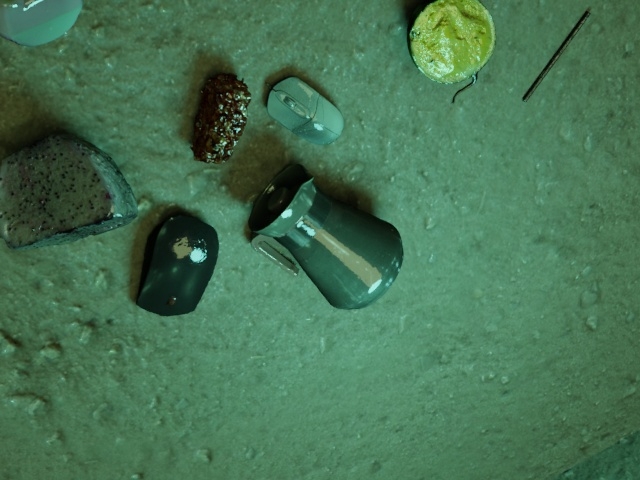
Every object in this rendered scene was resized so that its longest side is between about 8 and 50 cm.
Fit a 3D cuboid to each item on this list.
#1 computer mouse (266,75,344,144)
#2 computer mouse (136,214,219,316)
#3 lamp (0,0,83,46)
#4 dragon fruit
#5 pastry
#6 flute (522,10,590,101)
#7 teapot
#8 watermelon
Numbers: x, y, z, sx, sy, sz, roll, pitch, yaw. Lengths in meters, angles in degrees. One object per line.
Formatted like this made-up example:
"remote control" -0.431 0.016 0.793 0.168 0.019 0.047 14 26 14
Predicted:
"computer mouse" -0.032 -0.300 1.933 0.229 0.068 0.113 30 102 -30
"computer mouse" -0.345 0.075 2.010 0.168 0.087 0.295 7 116 -26
"lamp" -0.577 -0.498 1.530 0.247 0.301 0.247 -33 164 -20
"dragon fruit" -0.548 -0.110 1.790 0.282 0.204 0.221 -18 94 9
"pastry" -0.224 -0.270 1.863 0.097 0.115 0.209 3 114 -34
"flute" 0.599 -0.465 2.097 0.014 0.014 0.270 27 106 -29
"teapot" 0.000 0.000 2.024 0.344 0.253 0.300 39 131 -24
"watermelon" 0.296 -0.473 1.919 0.204 0.127 0.232 -45 120 7
